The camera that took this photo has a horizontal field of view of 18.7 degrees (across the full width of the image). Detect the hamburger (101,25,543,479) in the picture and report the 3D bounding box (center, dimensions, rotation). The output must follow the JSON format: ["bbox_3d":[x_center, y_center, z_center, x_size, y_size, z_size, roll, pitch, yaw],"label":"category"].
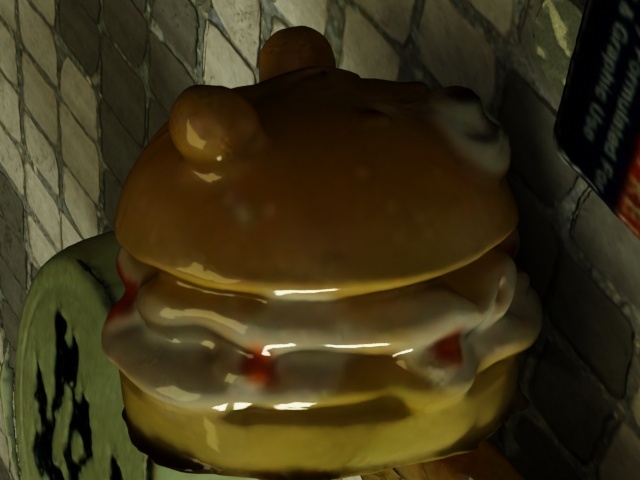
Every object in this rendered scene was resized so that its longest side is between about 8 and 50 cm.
[{"bbox_3d":[0.000,0.000,1.190,0.276,0.276,0.237,26,123,56],"label":"hamburger"}]

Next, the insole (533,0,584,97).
[{"bbox_3d":[0.191,-0.038,1.047,0.248,0.011,0.081,55,153,23],"label":"insole"}]

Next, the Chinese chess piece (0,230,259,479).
[{"bbox_3d":[-0.158,0.163,1.695,0.349,0.146,0.349,15,107,60],"label":"Chinese chess piece"}]

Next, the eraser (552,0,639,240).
[{"bbox_3d":[0.201,-0.109,0.848,0.155,0.101,0.332,51,153,30],"label":"eraser"}]

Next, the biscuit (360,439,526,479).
[{"bbox_3d":[0.130,0.246,1.306,0.359,0.046,0.359,51,165,18],"label":"biscuit"}]
